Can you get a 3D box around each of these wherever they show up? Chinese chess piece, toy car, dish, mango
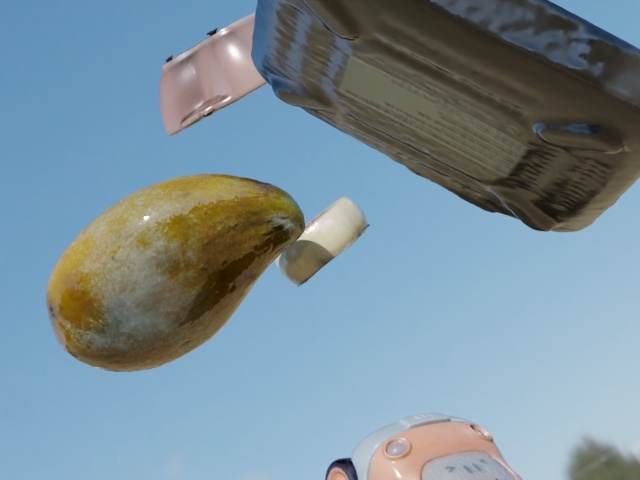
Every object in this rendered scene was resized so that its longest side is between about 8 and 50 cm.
[{"bbox_3d":[0.000,0.000,1.940,0.122,0.051,0.122,-41,3,2],"label":"Chinese chess piece"},{"bbox_3d":[0.130,0.328,1.716,0.180,0.212,0.270,-6,-72,-33],"label":"toy car"},{"bbox_3d":[-0.119,-0.220,2.060,0.213,0.090,0.213,-29,6,3],"label":"dish"},{"bbox_3d":[-0.165,0.031,1.831,0.316,0.193,0.146,-31,29,14],"label":"mango"}]

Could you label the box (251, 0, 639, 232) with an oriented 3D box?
[{"bbox_3d":[0.090,-0.112,1.124,0.073,0.290,0.289,-62,-1,-14],"label":"box"}]
